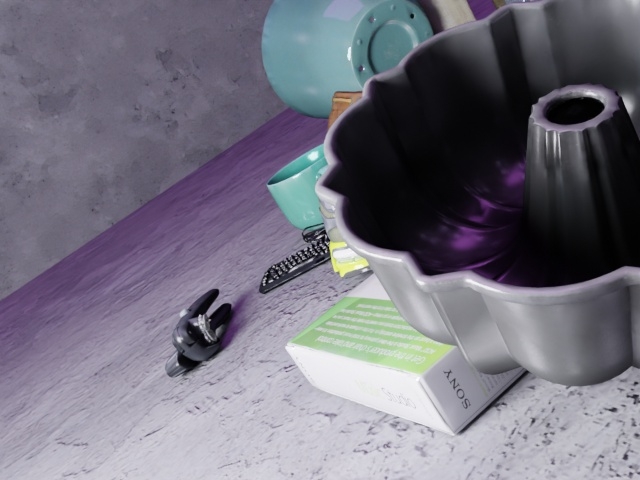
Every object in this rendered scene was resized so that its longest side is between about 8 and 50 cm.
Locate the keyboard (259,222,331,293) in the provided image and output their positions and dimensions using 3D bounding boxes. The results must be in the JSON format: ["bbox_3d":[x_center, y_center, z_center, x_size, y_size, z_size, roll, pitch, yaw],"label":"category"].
[{"bbox_3d":[0.000,0.000,1.196,0.192,0.038,0.100,-27,14,16],"label":"keyboard"}]

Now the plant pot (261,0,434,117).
[{"bbox_3d":[0.073,-0.360,1.702,0.293,0.293,0.235,-36,29,-18],"label":"plant pot"}]

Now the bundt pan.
[{"bbox_3d":[0.170,-0.035,0.587,0.330,0.124,0.331,-13,37,10],"label":"bundt pan"}]

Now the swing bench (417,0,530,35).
[{"bbox_3d":[0.304,-0.461,1.696,0.254,0.253,0.165,-31,13,5],"label":"swing bench"}]

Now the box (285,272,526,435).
[{"bbox_3d":[0.147,0.021,0.753,0.322,0.058,0.232,-36,14,-20],"label":"box"}]

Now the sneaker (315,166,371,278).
[{"bbox_3d":[0.076,-0.077,1.088,0.111,0.121,0.300,-13,22,24],"label":"sneaker"}]

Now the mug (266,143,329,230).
[{"bbox_3d":[-0.002,-0.069,1.313,0.129,0.097,0.158,-27,15,19],"label":"mug"}]

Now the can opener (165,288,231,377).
[{"bbox_3d":[-0.147,0.100,1.118,0.073,0.059,0.186,-29,14,16],"label":"can opener"}]

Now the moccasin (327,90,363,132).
[{"bbox_3d":[0.152,-0.203,1.283,0.139,0.147,0.380,-8,1,-34],"label":"moccasin"}]
